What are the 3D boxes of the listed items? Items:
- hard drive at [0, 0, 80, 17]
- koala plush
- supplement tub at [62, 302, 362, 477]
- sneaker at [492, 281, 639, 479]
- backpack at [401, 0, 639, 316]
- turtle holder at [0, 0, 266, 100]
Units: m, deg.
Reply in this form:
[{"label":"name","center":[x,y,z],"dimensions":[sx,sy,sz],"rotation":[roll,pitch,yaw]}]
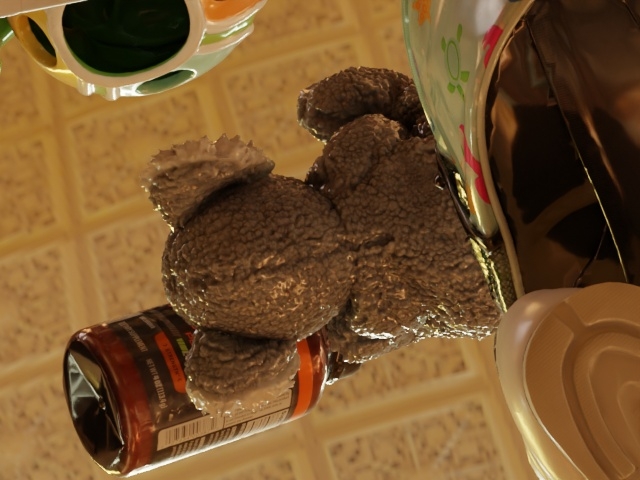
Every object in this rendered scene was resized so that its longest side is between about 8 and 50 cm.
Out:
[{"label":"hard drive","center":[-0.124,-0.268,1.371],"dimensions":[0.353,0.047,0.233],"rotation":[-15,-135,-23]},{"label":"koala plush","center":[0.000,0.000,1.157],"dimensions":[0.221,0.196,0.203],"rotation":[-12,-170,-26]},{"label":"supplement tub","center":[-0.069,0.085,1.283],"dimensions":[0.198,0.106,0.106],"rotation":[-17,-139,-30]},{"label":"sneaker","center":[0.146,0.119,0.727],"dimensions":[0.090,0.235,0.095],"rotation":[-29,-178,-14]},{"label":"backpack","center":[0.151,-0.073,0.816],"dimensions":[0.225,0.253,0.191],"rotation":[-26,-135,0]},{"label":"turtle holder","center":[-0.204,-0.245,1.718],"dimensions":[0.320,0.243,0.227],"rotation":[2,-148,-3]}]
